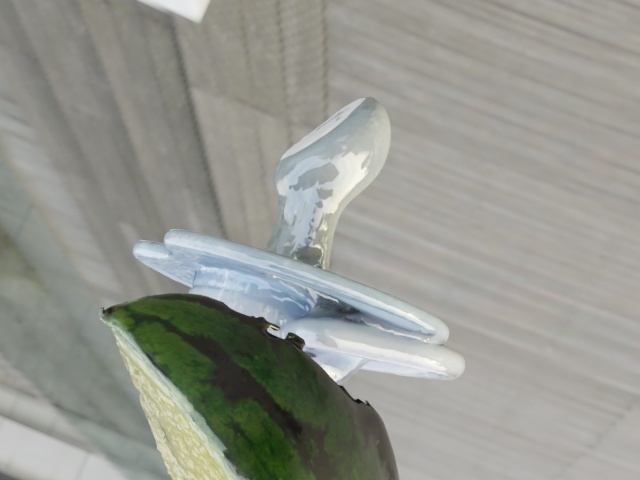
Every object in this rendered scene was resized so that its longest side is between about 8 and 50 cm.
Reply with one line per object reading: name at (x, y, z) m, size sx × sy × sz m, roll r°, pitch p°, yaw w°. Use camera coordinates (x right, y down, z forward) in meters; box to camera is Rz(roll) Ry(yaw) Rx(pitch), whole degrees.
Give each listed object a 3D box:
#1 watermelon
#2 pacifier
watermelon at (-0.029, 0.150, 0.836) m, size 0.129 × 0.123 × 0.301 m, roll 3°, pitch 131°, yaw 26°
pacifier at (0.000, 0.000, 1.051) m, size 0.227 × 0.207 × 0.279 m, roll 17°, pitch 172°, yaw -15°
